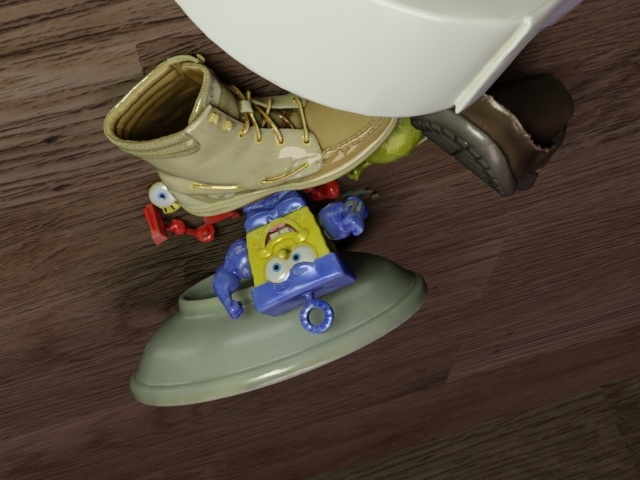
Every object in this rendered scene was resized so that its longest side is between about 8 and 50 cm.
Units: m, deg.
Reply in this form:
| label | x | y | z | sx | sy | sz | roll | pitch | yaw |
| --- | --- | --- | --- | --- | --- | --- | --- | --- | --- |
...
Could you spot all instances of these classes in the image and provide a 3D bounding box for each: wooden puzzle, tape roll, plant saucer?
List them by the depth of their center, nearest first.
| label | x | y | z | sx | sy | sz | roll | pitch | yaw |
| --- | --- | --- | --- | --- | --- | --- | --- | --- | --- |
| tape roll | 0.030 | -0.220 | 0.736 | 0.286 | 0.286 | 0.100 | -5 | 153 | -30 |
| plant saucer | -0.066 | 0.083 | 1.456 | 0.400 | 0.101 | 0.400 | -18 | -171 | 3 |
| wooden puzzle | 0.037 | -0.050 | 1.476 | 0.083 | 0.006 | 0.049 | -10 | 155 | -22 |

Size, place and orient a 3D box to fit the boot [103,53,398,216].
| label | x | y | z | sx | sy | sz | roll | pitch | yaw |
| --- | --- | --- | --- | --- | --- | --- | --- | --- | --- |
| boot | -0.063 | -0.123 | 1.132 | 0.261 | 0.095 | 0.203 | -20 | 156 | 11 |

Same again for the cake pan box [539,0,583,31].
| label | x | y | z | sx | sy | sz | roll | pitch | yaw |
| --- | --- | --- | --- | --- | --- | --- | --- | --- | --- |
| cake pan box | 0.140 | -0.242 | 1.012 | 0.245 | 0.070 | 0.267 | -7 | 160 | -39 |

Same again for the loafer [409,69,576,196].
| label | x | y | z | sx | sy | sz | roll | pitch | yaw |
| --- | --- | --- | --- | --- | --- | --- | --- | --- | --- |
| loafer | 0.198 | -0.137 | 1.232 | 0.130 | 0.134 | 0.366 | -53 | 171 | 12 |

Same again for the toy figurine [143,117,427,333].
| label | x | y | z | sx | sy | sz | roll | pitch | yaw |
| --- | --- | --- | --- | --- | --- | --- | --- | --- | --- |
| toy figurine | 0.000 | 0.000 | 1.291 | 0.362 | 0.217 | 0.191 | -23 | 157 | 10 |
